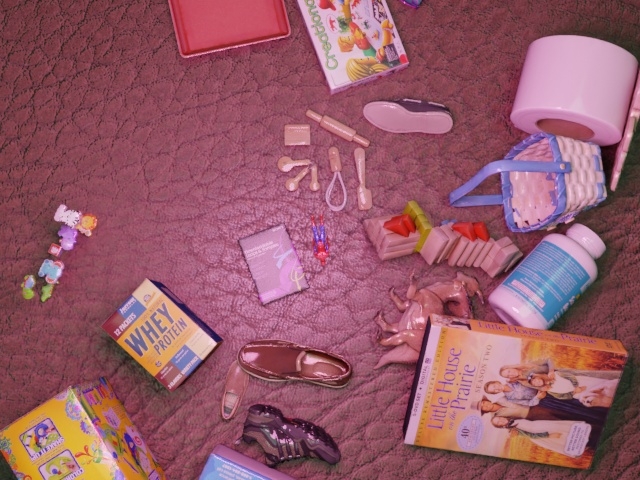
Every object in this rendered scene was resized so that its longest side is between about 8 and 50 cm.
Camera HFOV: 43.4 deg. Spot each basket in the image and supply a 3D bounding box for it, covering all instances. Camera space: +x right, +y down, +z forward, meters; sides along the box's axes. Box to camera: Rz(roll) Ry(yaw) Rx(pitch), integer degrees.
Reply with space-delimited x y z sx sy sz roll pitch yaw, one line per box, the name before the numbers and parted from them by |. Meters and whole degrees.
basket | 0.453 -0.123 1.748 0.289 0.255 0.201 1 78 -12

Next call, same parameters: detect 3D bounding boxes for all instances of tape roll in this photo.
tape roll | 0.559 -0.324 1.776 0.246 0.246 0.169 15 84 -1

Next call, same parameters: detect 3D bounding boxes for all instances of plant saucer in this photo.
plant saucer | -0.220 -0.562 1.858 0.259 0.048 0.259 -13 85 -4

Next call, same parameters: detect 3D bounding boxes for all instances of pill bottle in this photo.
pill bottle | 0.509 0.086 1.783 0.146 0.146 0.264 44 85 2

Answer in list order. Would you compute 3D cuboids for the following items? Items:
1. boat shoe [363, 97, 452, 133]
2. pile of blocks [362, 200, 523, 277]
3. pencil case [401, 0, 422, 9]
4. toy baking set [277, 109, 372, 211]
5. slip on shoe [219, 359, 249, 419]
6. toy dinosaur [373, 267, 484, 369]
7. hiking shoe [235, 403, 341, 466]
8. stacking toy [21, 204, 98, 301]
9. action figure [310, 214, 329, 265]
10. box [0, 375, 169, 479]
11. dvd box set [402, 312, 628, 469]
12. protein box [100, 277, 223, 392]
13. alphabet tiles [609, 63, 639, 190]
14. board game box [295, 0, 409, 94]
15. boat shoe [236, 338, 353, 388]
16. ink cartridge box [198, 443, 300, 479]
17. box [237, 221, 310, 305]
boat shoe | 0.202 -0.293 1.858 0.206 0.075 0.065 8 41 3
pile of blocks | 0.282 -0.024 1.771 0.362 0.112 0.149 10 48 -11
pencil case | 0.251 -0.611 1.874 0.064 0.070 0.151 43 83 2
toy baking set | 0.021 -0.178 1.846 0.256 0.030 0.196 23 87 0
slip on shoe | -0.192 0.331 1.778 0.051 0.041 0.135 20 84 -1
toy dinosaur | 0.236 0.185 1.778 0.200 0.127 0.295 28 90 -7
hiking shoe | -0.068 0.448 1.763 0.227 0.086 0.114 25 97 5
stacking toy | -0.557 0.032 1.725 0.052 0.167 0.221 24 83 0
action figure | 0.000 0.000 1.825 0.038 0.030 0.115 -7 90 2
box | -0.469 0.445 1.629 0.177 0.290 0.279 -33 86 -5
dvd box set | 0.410 0.329 1.734 0.421 0.062 0.307 9 112 -2
protein box | -0.327 0.198 1.703 0.200 0.201 0.136 43 84 2
alphabet tiles | 0.675 -0.255 1.750 0.021 0.284 0.278 14 51 16
board game box | 0.061 -0.513 1.863 0.193 0.053 0.305 -21 86 -4
boat shoe | -0.053 0.261 1.758 0.258 0.095 0.095 8 70 -5
ink cartridge box | -0.179 0.673 1.684 0.286 0.166 0.394 25 83 0
box | -0.106 0.052 1.815 0.116 0.029 0.162 -22 85 -5
